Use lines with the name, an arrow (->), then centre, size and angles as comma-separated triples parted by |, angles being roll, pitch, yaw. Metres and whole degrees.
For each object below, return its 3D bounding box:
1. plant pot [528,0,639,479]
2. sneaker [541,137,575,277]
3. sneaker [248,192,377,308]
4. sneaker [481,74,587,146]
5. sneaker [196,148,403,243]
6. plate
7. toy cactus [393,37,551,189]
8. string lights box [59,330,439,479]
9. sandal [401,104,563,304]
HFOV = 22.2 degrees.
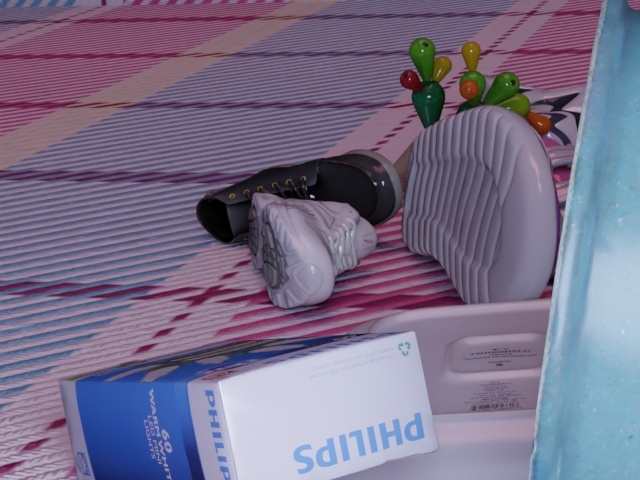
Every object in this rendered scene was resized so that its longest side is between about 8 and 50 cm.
plant pot -> 0.293, 0.054, 0.859 | 0.334, 0.341, 0.341 | 7, 17, 10
sneaker -> 0.216, -0.036, 1.536 | 0.103, 0.111, 0.252 | -11, 18, -26
sneaker -> 0.000, 0.000, 1.505 | 0.115, 0.090, 0.232 | -2, 16, -9
sneaker -> 0.284, -0.148, 1.957 | 0.153, 0.094, 0.235 | -8, 16, -20
sneaker -> -0.022, -0.033, 1.646 | 0.118, 0.083, 0.222 | -23, 11, -38
plate -> 0.129, 0.099, 1.155 | 0.277, 0.045, 0.278 | -4, 18, 10
toy cactus -> 0.154, -0.114, 1.793 | 0.180, 0.219, 0.112 | -40, 19, 26
string lights box -> -0.054, 0.109, 1.021 | 0.133, 0.076, 0.260 | -12, 1, -29
sandal -> 0.160, -0.039, 1.440 | 0.102, 0.169, 0.416 | 4, 10, -11
